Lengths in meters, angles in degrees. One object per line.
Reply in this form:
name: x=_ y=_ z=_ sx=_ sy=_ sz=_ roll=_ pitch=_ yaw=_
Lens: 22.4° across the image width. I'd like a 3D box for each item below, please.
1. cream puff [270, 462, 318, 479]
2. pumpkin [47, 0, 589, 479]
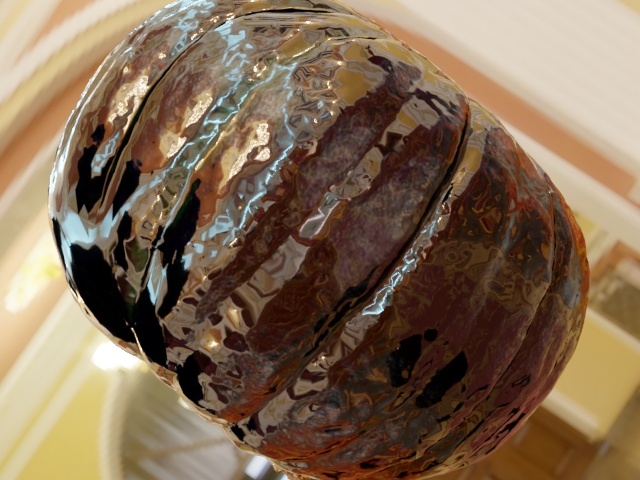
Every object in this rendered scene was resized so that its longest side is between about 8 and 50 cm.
cream puff: x=-0.014 y=0.197 z=1.675 sx=0.103 sy=0.126 sz=0.144 roll=-39 pitch=-56 yaw=-21
pumpkin: x=0.000 y=0.000 z=1.047 sx=0.266 sy=0.363 sz=0.363 roll=-52 pitch=-6 yaw=-1
